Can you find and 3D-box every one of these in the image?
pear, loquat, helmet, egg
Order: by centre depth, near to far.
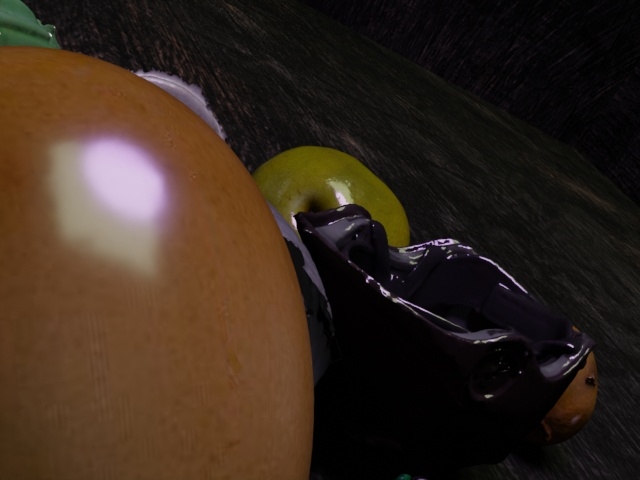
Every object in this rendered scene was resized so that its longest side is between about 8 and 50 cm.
[{"bbox_3d":[-0.127,0.069,0.483,0.250,0.250,0.322,8,67,-52],"label":"egg"},{"bbox_3d":[0.072,0.096,0.888,0.305,0.177,0.225,14,21,-38],"label":"helmet"},{"bbox_3d":[0.000,0.000,1.079,0.180,0.166,0.216,27,-15,10],"label":"pear"},{"bbox_3d":[0.221,0.141,1.086,0.141,0.141,0.141,29,19,-11],"label":"loquat"}]

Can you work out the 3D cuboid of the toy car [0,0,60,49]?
[{"bbox_3d":[-0.282,-0.071,0.600,0.176,0.213,0.359,3,-1,35],"label":"toy car"}]

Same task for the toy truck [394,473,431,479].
[{"bbox_3d":[0.085,0.236,0.731,0.147,0.065,0.079,42,24,20],"label":"toy truck"}]

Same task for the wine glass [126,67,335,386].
[{"bbox_3d":[-0.117,0.007,0.800,0.191,0.190,0.357,23,17,-27],"label":"wine glass"}]
